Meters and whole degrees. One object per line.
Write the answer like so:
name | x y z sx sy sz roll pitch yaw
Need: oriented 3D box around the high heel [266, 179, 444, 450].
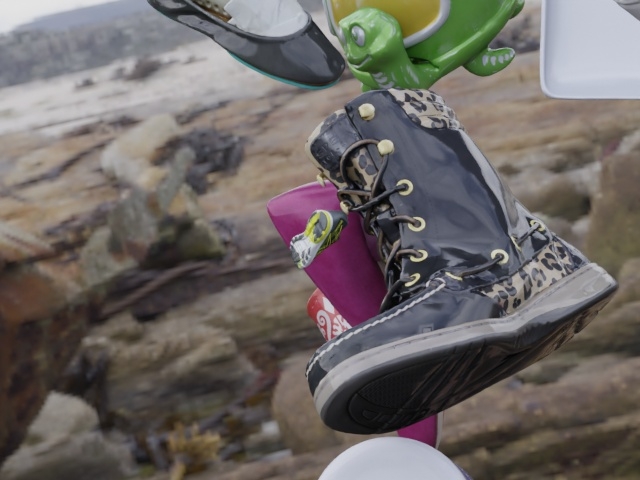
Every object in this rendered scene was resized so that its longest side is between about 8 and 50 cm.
high heel | 0.050 0.099 1.410 0.181 0.377 0.127 -2 25 8

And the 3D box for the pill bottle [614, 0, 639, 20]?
pill bottle | 0.129 -0.166 0.588 0.137 0.078 0.078 31 -12 -24

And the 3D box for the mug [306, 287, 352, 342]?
mug | 0.065 0.126 1.646 0.113 0.169 0.150 -22 -34 -10

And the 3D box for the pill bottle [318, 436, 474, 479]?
pill bottle | 0.085 0.275 1.186 0.153 0.153 0.264 -11 -16 9

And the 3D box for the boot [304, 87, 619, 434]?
boot | 0.078 0.005 1.137 0.377 0.284 0.138 -18 -27 -40

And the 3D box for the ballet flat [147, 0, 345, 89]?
ballet flat | -0.093 -0.259 1.374 0.280 0.096 0.095 28 50 25

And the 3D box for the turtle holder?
turtle holder | 0.096 -0.305 1.533 0.320 0.227 0.243 -46 36 -23

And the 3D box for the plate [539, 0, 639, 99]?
plate | 0.344 -0.279 1.293 0.277 0.278 0.045 0 -1 -18

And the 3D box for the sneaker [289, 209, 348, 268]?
sneaker | 0.000 0.000 1.151 0.035 0.031 0.083 -9 -25 -32
